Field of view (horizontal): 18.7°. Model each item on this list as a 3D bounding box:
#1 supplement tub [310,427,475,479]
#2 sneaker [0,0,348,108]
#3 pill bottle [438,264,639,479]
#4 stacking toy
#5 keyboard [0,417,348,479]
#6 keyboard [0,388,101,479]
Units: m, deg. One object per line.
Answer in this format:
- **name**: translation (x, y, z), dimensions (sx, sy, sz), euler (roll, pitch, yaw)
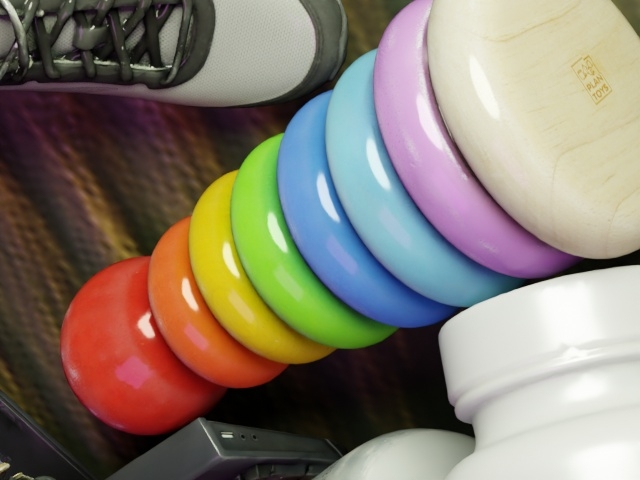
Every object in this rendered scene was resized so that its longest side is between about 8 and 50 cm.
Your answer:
- **supplement tub**: translation (-0.016, 0.259, 0.998), dimensions (0.207, 0.207, 0.338), euler (43, 123, -9)
- **sneaker**: translation (-0.121, -0.099, 0.862), dimensions (0.271, 0.108, 0.100), euler (9, 124, -9)
- **pill bottle**: translation (0.131, 0.155, 0.806), dimensions (0.152, 0.152, 0.272), euler (-21, 72, 28)
- **stacking toy**: translation (0.000, 0.000, 0.899), dimensions (0.330, 0.141, 0.141), euler (-31, 106, 39)
- **keyboard**: translation (-0.145, 0.174, 1.023), dimensions (0.201, 0.033, 0.317), euler (14, 140, -43)
- **keyboard**: translation (-0.200, 0.119, 1.092), dimensions (0.180, 0.023, 0.108), euler (44, 117, -8)
